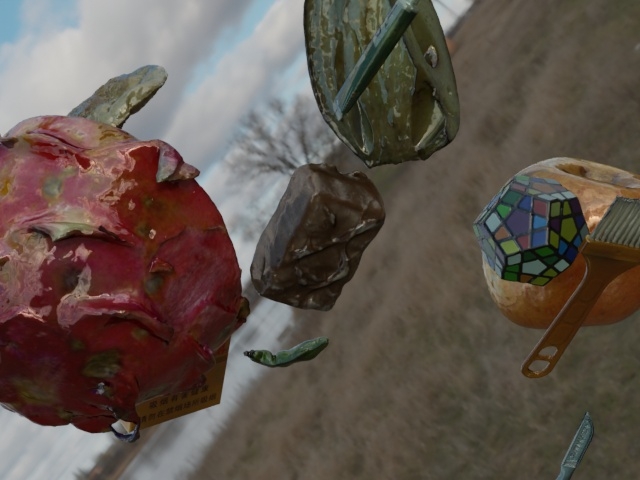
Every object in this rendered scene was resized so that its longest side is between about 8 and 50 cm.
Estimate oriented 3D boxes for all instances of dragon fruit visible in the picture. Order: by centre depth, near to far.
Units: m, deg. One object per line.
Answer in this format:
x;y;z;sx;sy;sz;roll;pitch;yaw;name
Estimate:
-0.281;0.059;1.062;0.386;0.371;0.249;-49;7;44;dragon fruit

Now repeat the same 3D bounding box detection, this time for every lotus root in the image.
0.098;-0.279;1.478;0.210;0.314;0.142;-6;13;24;lotus root

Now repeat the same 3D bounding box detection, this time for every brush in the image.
0.310;0.067;1.113;0.017;0.090;0.314;-95;19;-45;brush

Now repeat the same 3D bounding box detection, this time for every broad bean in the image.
-0.066;0.244;2.030;0.061;0.195;0.046;56;-149;-50;broad bean

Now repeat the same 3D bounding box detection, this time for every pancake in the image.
-0.492;-0.268;2.061;0.387;0.082;0.387;-30;21;13;pancake

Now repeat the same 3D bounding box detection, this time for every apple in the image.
0.407;0.013;1.533;0.299;0.299;0.275;-55;-26;-75;apple

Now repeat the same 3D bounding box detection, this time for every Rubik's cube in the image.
0.245;-0.012;1.109;0.133;0.112;0.133;-51;-1;-1;Rubik's cube

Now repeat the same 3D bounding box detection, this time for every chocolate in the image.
0.000;0.000;1.395;0.214;0.148;0.093;-61;32;26;chocolate

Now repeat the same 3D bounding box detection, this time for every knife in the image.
0.408;0.372;1.564;0.015;0.028;0.210;-35;-33;-61;knife

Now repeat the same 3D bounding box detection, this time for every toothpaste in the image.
0.074;-0.249;1.259;0.204;0.031;0.049;-55;28;24;toothpaste

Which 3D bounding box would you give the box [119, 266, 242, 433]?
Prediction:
-0.232;0.158;1.501;0.174;0.076;0.274;-13;-52;-38;box
